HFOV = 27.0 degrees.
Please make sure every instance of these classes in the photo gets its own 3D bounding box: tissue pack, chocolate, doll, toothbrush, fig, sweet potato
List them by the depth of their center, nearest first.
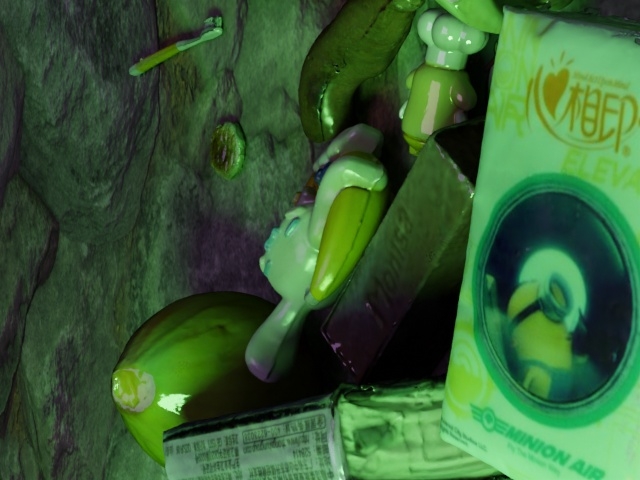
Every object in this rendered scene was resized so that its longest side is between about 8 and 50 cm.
[{"bbox_3d":[0.252,0.024,1.045,0.287,0.162,0.388,24,111,51],"label":"tissue pack"},{"bbox_3d":[0.109,0.012,1.314,0.112,0.112,0.321,57,137,29],"label":"chocolate"},{"bbox_3d":[0.029,0.208,1.323,0.361,0.259,0.122,-21,72,58],"label":"tissue pack"},{"bbox_3d":[0.123,-0.158,1.329,0.106,0.062,0.162,29,116,50],"label":"doll"},{"bbox_3d":[0.049,-0.202,1.426,0.286,0.085,0.112,-42,51,56],"label":"sweet potato"},{"bbox_3d":[0.000,0.000,1.446,0.252,0.111,0.237,-53,21,36],"label":"doll"},{"bbox_3d":[-0.135,0.174,1.573,0.239,0.271,0.239,-9,78,46],"label":"fig"},{"bbox_3d":[-0.211,-0.276,1.909,0.288,0.021,0.024,-11,71,57],"label":"toothbrush"}]

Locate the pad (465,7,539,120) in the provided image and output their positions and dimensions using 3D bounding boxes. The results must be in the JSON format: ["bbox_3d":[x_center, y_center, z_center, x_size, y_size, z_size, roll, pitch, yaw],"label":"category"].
[{"bbox_3d":[0.169,-0.121,1.321,0.245,0.006,0.170,-49,52,47],"label":"pad"}]

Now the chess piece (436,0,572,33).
[{"bbox_3d":[0.068,-0.365,1.267,0.442,0.234,0.234,49,131,41],"label":"chess piece"}]

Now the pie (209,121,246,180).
[{"bbox_3d":[-0.124,-0.119,1.776,0.084,0.020,0.084,4,95,59],"label":"pie"}]
